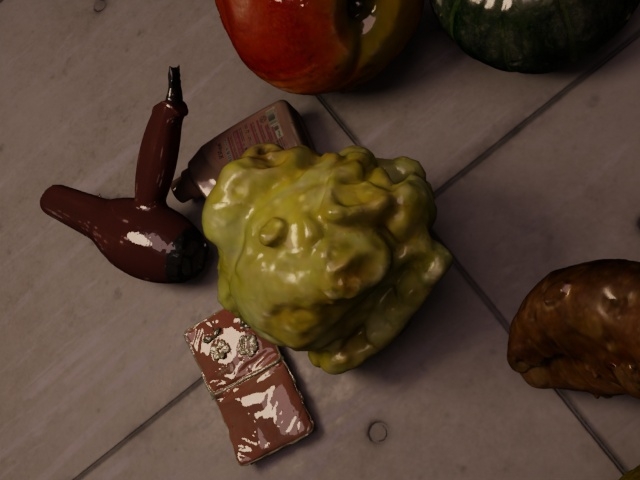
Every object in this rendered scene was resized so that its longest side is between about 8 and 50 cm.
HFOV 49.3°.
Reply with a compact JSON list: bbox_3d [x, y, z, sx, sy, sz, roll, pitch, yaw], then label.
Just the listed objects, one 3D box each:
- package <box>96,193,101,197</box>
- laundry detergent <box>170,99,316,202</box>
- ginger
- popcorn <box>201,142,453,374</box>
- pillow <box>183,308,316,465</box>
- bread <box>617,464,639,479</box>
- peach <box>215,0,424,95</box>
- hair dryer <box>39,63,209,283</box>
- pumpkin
[{"bbox_3d":[-0.382,-0.034,1.210,0.059,0.029,0.083,-43,71,9],"label":"package"},{"bbox_3d":[-0.120,-0.098,1.095,0.237,0.076,0.171,-28,66,14],"label":"laundry detergent"},{"bbox_3d":[0.328,0.092,0.738,0.172,0.321,0.165,-42,94,-15],"label":"ginger"},{"bbox_3d":[0.017,0.007,0.897,0.312,0.312,0.312,-7,71,21],"label":"popcorn"},{"bbox_3d":[-0.105,0.200,1.012,0.126,0.043,0.232,-34,65,9],"label":"pillow"},{"bbox_3d":[0.277,0.388,0.722,0.112,0.166,0.383,36,90,8],"label":"bread"},{"bbox_3d":[-0.014,-0.398,1.028,0.290,0.372,0.372,-23,62,-18],"label":"peach"},{"bbox_3d":[-0.291,-0.120,1.081,0.313,0.123,0.340,26,113,22],"label":"hair dryer"},{"bbox_3d":[0.292,-0.379,0.939,0.300,0.207,0.300,-8,70,22],"label":"pumpkin"}]
